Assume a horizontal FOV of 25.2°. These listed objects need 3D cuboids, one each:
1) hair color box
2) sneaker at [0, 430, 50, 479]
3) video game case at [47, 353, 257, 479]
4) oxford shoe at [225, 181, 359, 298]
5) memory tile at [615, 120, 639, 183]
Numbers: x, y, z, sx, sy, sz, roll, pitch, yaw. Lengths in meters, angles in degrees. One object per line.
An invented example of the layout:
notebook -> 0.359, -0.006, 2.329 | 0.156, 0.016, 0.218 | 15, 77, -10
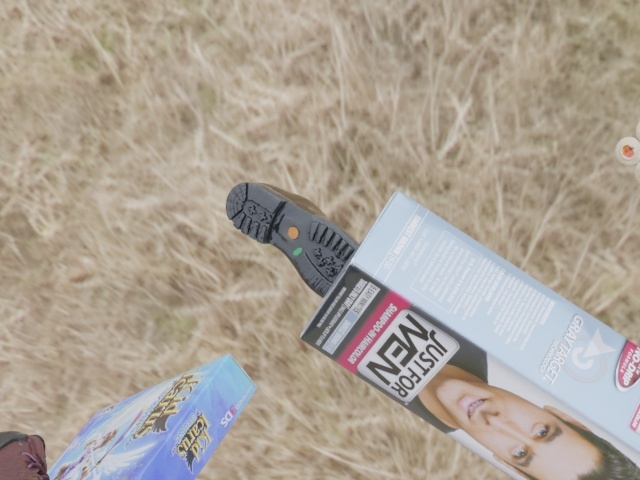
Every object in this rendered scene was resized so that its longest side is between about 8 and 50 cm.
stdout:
hair color box -> 0.183, 0.128, 1.497 | 0.374, 0.185, 0.113 | 33, 57, 1
sneaker -> -0.242, 0.232, 1.299 | 0.281, 0.162, 0.106 | 9, 116, 2
video game case -> -0.226, 0.258, 1.607 | 0.244, 0.269, 0.061 | -24, 109, 37
oxford shoe -> 0.000, 0.000, 1.709 | 0.227, 0.096, 0.083 | 41, 111, 17
memory tile -> 0.448, -0.096, 1.781 | 0.113, 0.012, 0.148 | -45, 75, 25
